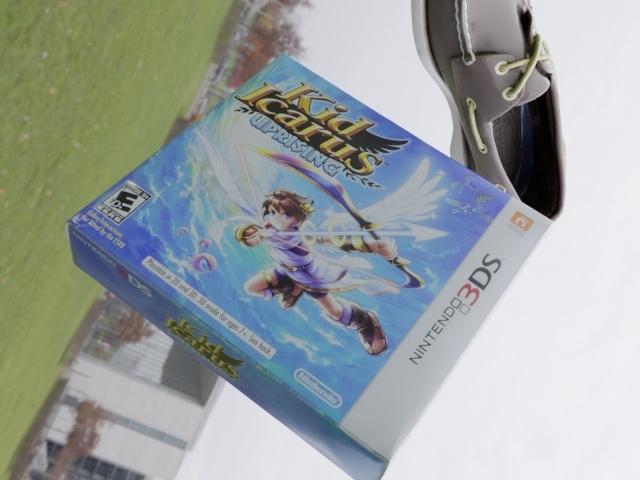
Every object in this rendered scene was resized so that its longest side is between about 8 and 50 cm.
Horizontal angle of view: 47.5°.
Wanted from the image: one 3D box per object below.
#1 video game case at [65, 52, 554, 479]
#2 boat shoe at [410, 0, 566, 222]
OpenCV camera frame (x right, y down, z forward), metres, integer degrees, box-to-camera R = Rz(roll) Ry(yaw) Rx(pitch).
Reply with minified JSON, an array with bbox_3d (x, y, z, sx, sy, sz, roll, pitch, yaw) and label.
[{"bbox_3d":[0.000,0.000,0.542,0.244,0.270,0.061,-46,164,-34],"label":"video game case"},{"bbox_3d":[0.167,-0.144,0.666,0.117,0.324,0.097,-37,-137,-18],"label":"boat shoe"}]
